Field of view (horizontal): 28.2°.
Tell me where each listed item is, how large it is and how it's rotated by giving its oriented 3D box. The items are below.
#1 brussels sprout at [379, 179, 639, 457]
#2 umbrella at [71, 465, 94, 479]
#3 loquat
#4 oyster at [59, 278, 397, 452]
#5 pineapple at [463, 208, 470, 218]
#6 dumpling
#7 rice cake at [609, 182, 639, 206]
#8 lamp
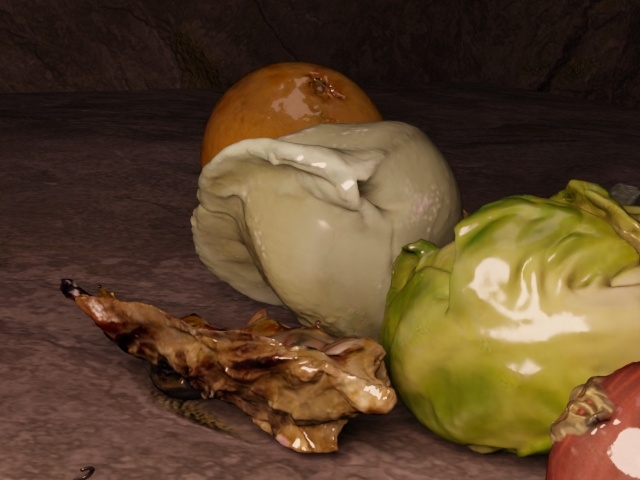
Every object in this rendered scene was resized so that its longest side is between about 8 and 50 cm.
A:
[{"bbox_3d":[0.195,0.066,1.051,0.294,0.227,0.259,3,14,38],"label":"brussels sprout"},{"bbox_3d":[-0.223,0.184,0.879,0.149,0.022,0.022,-15,58,-32],"label":"umbrella"},{"bbox_3d":[-0.033,-0.113,1.739,0.263,0.263,0.263,4,13,-1],"label":"loquat"},{"bbox_3d":[-0.055,0.104,1.098,0.361,0.096,0.221,12,7,38],"label":"oyster"},{"bbox_3d":[0.173,-0.044,1.835,0.114,0.077,0.114,25,-17,-12],"label":"pineapple"},{"bbox_3d":[0.021,0.004,1.250,0.270,0.320,0.212,-19,33,-7],"label":"dumpling"},{"bbox_3d":[0.419,-0.026,1.838,0.063,0.066,0.336,10,15,22],"label":"rice cake"},{"bbox_3d":[0.224,0.159,0.809,0.215,0.151,0.223,-17,20,-33],"label":"lamp"}]
